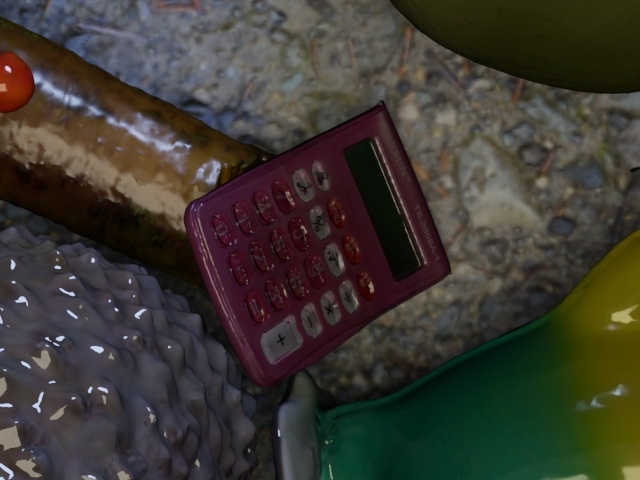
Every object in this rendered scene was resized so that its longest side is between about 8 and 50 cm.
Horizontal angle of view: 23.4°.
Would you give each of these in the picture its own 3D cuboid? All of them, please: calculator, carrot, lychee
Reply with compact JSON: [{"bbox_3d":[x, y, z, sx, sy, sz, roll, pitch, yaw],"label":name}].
[{"bbox_3d":[0.000,0.000,0.969,0.034,0.190,0.126,-8,107,50],"label":"calculator"},{"bbox_3d":[-0.169,-0.065,0.982,0.302,0.114,0.114,25,101,-2],"label":"carrot"},{"bbox_3d":[-0.222,0.176,0.904,0.432,0.380,0.380,5,102,19],"label":"lychee"}]

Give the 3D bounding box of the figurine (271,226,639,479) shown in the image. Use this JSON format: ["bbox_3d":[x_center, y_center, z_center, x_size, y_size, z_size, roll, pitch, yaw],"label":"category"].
[{"bbox_3d":[0.157,0.155,0.947,0.340,0.231,0.323,-11,101,11],"label":"figurine"}]

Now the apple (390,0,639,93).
[{"bbox_3d":[0.161,-0.246,0.825,0.357,0.357,0.357,1,101,3],"label":"apple"}]

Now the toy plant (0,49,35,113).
[{"bbox_3d":[-0.283,-0.215,0.882,0.279,0.185,0.400,27,82,-32],"label":"toy plant"}]
